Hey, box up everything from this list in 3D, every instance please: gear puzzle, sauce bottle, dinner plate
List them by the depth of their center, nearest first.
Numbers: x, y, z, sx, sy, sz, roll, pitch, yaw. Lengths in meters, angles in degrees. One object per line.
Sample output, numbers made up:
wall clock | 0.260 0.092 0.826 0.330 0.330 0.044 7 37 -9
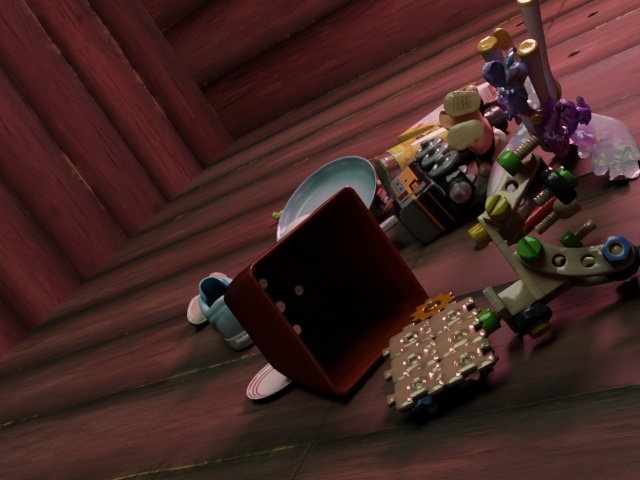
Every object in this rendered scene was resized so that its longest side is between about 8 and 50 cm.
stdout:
gear puzzle | 0.185 0.169 1.358 0.176 0.044 0.339 -29 15 11
dinner plate | -0.078 0.258 1.623 0.141 0.017 0.141 -29 18 10
sauce bottle | 0.302 -0.230 2.114 0.344 0.111 0.111 -27 15 -11

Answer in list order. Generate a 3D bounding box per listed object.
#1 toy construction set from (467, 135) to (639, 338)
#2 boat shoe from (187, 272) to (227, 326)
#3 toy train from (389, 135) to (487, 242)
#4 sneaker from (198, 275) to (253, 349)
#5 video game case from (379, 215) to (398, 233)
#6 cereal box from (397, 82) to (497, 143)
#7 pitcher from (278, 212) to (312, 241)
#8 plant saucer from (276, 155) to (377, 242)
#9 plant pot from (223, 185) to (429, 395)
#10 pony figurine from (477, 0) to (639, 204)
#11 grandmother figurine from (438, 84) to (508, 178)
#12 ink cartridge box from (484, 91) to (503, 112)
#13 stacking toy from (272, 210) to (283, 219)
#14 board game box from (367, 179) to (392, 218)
toy construction set | 0.308 0.018 1.303 0.237 0.257 0.309 -43 -5 9
boat shoe | -0.294 0.168 2.233 0.206 0.075 0.065 -67 -6 -53
toy train | 0.243 -0.116 1.892 0.190 0.142 0.334 -41 16 8
sneaker | -0.224 0.132 2.008 0.135 0.150 0.366 -36 17 -12
video game case | 0.078 0.019 1.902 0.173 0.022 0.190 -39 1 -16
cereal box | 0.340 -0.334 2.286 0.240 0.047 0.173 -38 12 -26
pitcher | 0.000 0.000 1.950 0.207 0.125 0.177 -27 16 28
plant saucer | 0.023 -0.074 2.158 0.318 0.044 0.317 -29 39 27
plant pot | -0.017 0.102 1.539 0.267 0.267 0.236 -41 11 -32
pony figurine | 0.430 -0.244 1.641 0.303 0.363 0.351 -16 39 27
grandmother figurine | 0.338 -0.232 1.851 0.104 0.207 0.342 1 -7 20
ink cartridge box | 0.516 -0.415 2.363 0.145 0.045 0.179 -17 26 42
stacking toy | -0.044 -0.120 2.551 0.221 0.052 0.167 -36 17 -5
board game box | 0.101 -0.089 2.207 0.170 0.048 0.141 -22 19 32
